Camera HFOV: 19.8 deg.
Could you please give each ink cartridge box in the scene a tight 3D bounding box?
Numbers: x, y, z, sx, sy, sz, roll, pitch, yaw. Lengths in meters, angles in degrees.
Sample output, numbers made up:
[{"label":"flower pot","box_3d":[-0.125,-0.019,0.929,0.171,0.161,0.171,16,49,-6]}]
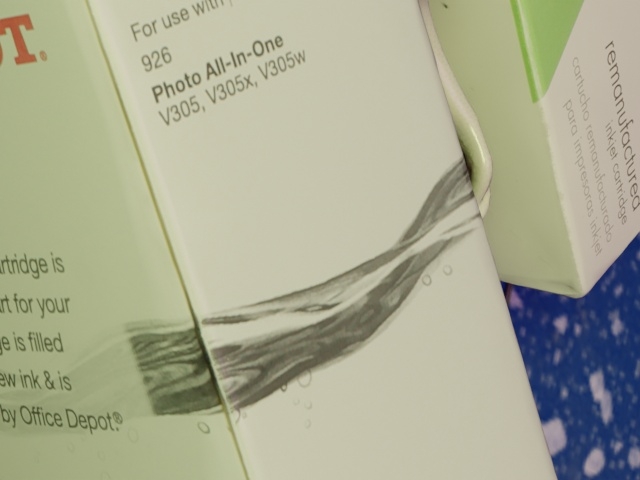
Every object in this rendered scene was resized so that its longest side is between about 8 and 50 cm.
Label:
[{"label":"ink cartridge box","box_3d":[-0.053,0.032,0.563,0.121,0.211,0.289,-29,109,-39]},{"label":"ink cartridge box","box_3d":[0.133,-0.165,0.778,0.353,0.119,0.207,-45,132,-36]}]

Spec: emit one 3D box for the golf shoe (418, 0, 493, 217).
[{"label":"golf shoe","box_3d":[0.000,0.000,0.658,0.105,0.120,0.273,-36,130,-34]}]
